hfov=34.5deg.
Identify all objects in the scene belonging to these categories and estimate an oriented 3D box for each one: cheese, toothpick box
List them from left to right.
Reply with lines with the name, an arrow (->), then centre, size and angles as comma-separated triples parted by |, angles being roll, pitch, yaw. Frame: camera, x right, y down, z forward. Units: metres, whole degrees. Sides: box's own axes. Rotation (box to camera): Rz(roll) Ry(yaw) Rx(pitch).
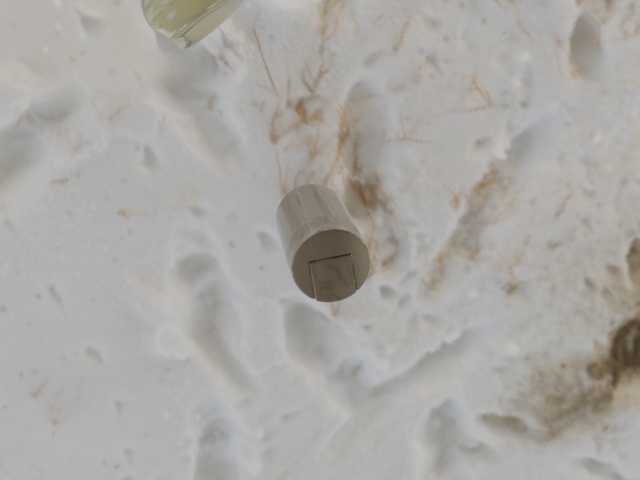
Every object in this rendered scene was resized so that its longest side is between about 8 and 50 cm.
cheese -> -0.131, -0.342, 1.354 | 0.249, 0.163, 0.071 | -34, 92, 20
toothpick box -> 0.000, 0.000, 1.441 | 0.111, 0.181, 0.111 | -4, 114, -9
